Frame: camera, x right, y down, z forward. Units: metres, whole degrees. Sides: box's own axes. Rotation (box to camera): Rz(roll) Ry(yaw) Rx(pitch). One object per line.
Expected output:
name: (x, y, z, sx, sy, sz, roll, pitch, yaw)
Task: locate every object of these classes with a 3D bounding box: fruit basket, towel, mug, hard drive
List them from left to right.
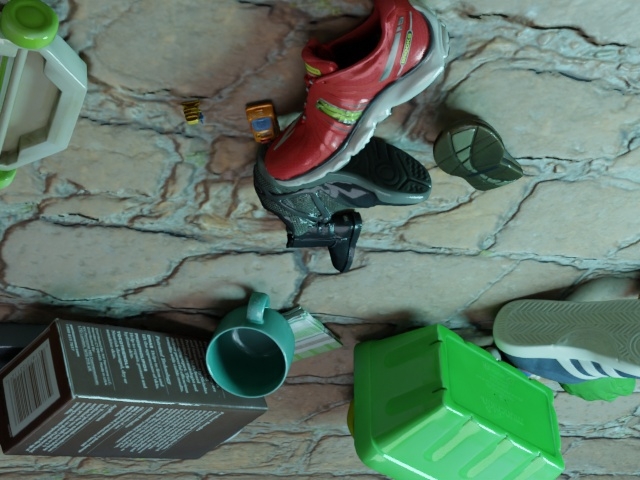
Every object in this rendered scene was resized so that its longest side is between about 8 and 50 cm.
hard drive: (-0.504, 0.187, 1.693, 0.255, 0.054, 0.172, 0, 147, -15)
mug: (-0.096, 0.156, 1.682, 0.129, 0.097, 0.158, 42, 116, -10)
towel: (-0.043, 0.157, 1.789, 0.113, 0.023, 0.152, -19, 149, 19)
fruit basket: (0.179, 0.331, 1.874, 0.392, 0.282, 0.392, 1, 137, 1)

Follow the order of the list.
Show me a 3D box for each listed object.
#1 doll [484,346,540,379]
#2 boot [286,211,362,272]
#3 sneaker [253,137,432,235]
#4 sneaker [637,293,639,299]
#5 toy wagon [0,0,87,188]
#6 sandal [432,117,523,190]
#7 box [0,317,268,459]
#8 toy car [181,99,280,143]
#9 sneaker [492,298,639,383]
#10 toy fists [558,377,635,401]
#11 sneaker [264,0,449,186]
doll: (0.379, 0.197, 1.915, 0.189, 0.046, 0.129, -11, 131, 7)
boot: (0.000, 0.001, 1.527, 0.099, 0.045, 0.121, -2, 140, -14)
sneaker: (0.023, -0.066, 1.393, 0.228, 0.087, 0.130, 3, 148, -12)
sneaker: (0.613, 0.052, 1.725, 0.121, 0.099, 0.262, -12, 153, -24)
toy wagon: (-0.429, -0.169, 1.143, 0.345, 0.068, 0.267, 8, 144, -22)
sandal: (0.203, -0.119, 1.383, 0.090, 0.060, 0.219, -18, 161, 25)
box: (-0.289, 0.239, 1.685, 0.191, 0.143, 0.381, -38, 145, 30)
toy car: (-0.105, -0.134, 1.296, 0.122, 0.040, 0.060, -2, 147, -11)
sneaker: (0.464, 0.178, 1.768, 0.350, 0.131, 0.148, 8, 150, 27)
toy fists: (0.562, 0.217, 1.953, 0.279, 0.096, 0.142, -22, 139, 22)
sneaker: (0.016, -0.175, 1.224, 0.118, 0.107, 0.279, 27, 124, -31)
